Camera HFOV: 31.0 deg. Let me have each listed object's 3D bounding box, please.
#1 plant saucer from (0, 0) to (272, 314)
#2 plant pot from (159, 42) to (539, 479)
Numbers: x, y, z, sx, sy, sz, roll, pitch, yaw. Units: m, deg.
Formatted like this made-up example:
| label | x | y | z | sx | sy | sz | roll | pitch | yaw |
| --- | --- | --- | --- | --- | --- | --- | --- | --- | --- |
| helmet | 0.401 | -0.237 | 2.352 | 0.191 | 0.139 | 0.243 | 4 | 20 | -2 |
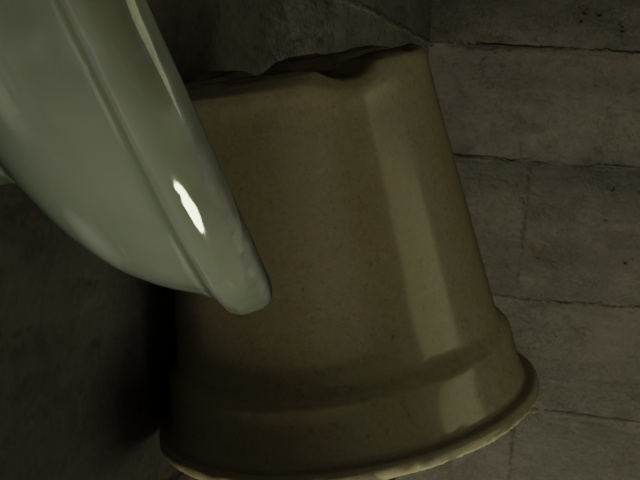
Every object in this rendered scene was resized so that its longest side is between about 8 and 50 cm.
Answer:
| label | x | y | z | sx | sy | sz | roll | pitch | yaw |
| --- | --- | --- | --- | --- | --- | --- | --- | --- | --- |
| plant saucer | -0.143 | -0.137 | 0.486 | 0.400 | 0.100 | 0.401 | 156 | -90 | -87 |
| plant pot | 0.000 | 0.000 | 0.983 | 0.334 | 0.333 | 0.306 | -44 | 126 | -70 |
